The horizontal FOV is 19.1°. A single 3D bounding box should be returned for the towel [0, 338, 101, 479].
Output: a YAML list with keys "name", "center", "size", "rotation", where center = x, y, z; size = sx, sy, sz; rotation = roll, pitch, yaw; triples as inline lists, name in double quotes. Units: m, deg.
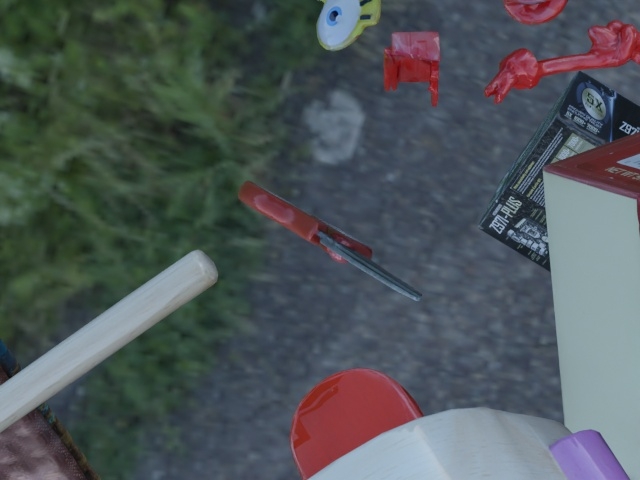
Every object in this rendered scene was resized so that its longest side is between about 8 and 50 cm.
- name: "towel"
  center: [-0.287, 0.155, 0.893]
  size: [0.370, 0.271, 0.040]
  rotation: [-22, 35, 11]

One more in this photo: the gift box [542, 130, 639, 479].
- name: "gift box"
  center: [0.257, 0.074, 1.026]
  size: [0.255, 0.276, 0.258]
  rotation: [26, 130, 57]

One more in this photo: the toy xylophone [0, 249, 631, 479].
- name: "toy xylophone"
  center: [-0.046, 0.146, 0.532]
  size: [0.322, 0.081, 0.236]
  rotation: [-28, 64, 11]

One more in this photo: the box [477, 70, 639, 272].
- name: "box"
  center: [0.258, -0.049, 1.813]
  size: [0.147, 0.077, 0.180]
  rotation: [31, 138, 0]

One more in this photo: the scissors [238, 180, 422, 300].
- name: "scissors"
  center: [0.000, 0.000, 1.262]
  size: [0.109, 0.297, 0.021]
  rotation: [31, 93, -8]

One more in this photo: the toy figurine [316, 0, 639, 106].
- name: "toy figurine"
  center: [0.095, -0.272, 0.918]
  size: [0.191, 0.217, 0.363]
  rotation: [3, 62, 3]
